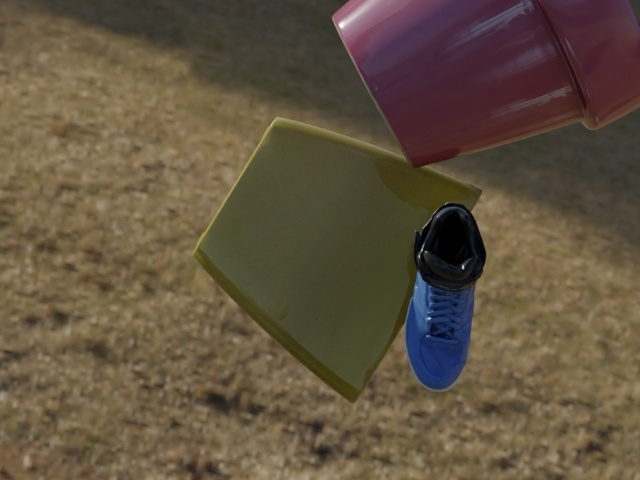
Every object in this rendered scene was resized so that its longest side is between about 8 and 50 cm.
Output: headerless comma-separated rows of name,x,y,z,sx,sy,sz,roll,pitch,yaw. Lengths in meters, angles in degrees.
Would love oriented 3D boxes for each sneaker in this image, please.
sneaker,0.097,0.044,1.056,0.058,0.152,0.084,10,-5,8

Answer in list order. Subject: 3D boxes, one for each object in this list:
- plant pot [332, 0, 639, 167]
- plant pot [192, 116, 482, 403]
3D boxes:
plant pot,0.116,-0.149,0.963,0.180,0.201,0.201,-28,22,6
plant pot,0.000,0.000,1.217,0.187,0.212,0.212,31,-1,-3
